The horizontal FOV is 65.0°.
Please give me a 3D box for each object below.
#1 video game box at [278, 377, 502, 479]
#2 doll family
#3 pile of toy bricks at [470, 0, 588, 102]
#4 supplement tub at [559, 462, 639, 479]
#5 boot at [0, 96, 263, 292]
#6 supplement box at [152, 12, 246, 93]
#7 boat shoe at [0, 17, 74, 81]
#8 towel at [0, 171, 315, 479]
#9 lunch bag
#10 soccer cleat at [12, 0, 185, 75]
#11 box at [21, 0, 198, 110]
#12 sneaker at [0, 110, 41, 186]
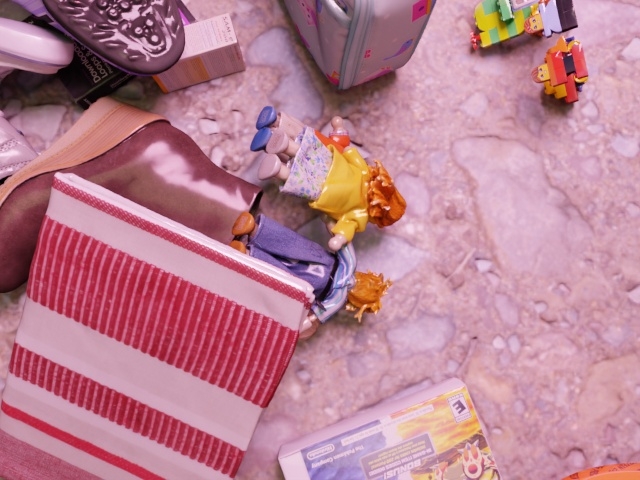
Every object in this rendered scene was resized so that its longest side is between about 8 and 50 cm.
[{"bbox_3d":[0.083,0.266,0.506,0.205,0.048,0.187,-21,87,-2],"label":"video game box"},{"bbox_3d":[0.000,0.000,0.481,0.163,0.118,0.263,23,84,-30],"label":"doll family"},{"bbox_3d":[0.212,-0.244,0.541,0.105,0.118,0.213,-13,94,30],"label":"pile of toy bricks"},{"bbox_3d":[0.311,0.386,0.415,0.206,0.207,0.339,-12,85,-2],"label":"supplement tub"},{"bbox_3d":[-0.204,-0.009,0.508,0.206,0.090,0.249,34,81,5],"label":"boot"},{"bbox_3d":[-0.136,-0.201,0.543,0.098,0.062,0.036,-18,83,-3],"label":"supplement box"},{"bbox_3d":[-0.368,-0.193,0.524,0.257,0.095,0.084,16,110,18],"label":"boat shoe"},{"bbox_3d":[-0.167,0.131,0.458,0.236,0.037,0.329,24,109,1],"label":"towel"},{"bbox_3d":[0.003,-0.304,0.474,0.107,0.224,0.279,-26,86,-3],"label":"lunch bag"},{"bbox_3d":[-0.262,-0.263,0.503,0.318,0.116,0.109,39,68,2],"label":"soccer cleat"},{"bbox_3d":[-0.233,-0.239,0.562,0.162,0.029,0.116,-36,85,-3],"label":"box"},{"bbox_3d":[-0.389,-0.007,0.498,0.115,0.105,0.281,38,86,-16],"label":"sneaker"}]
